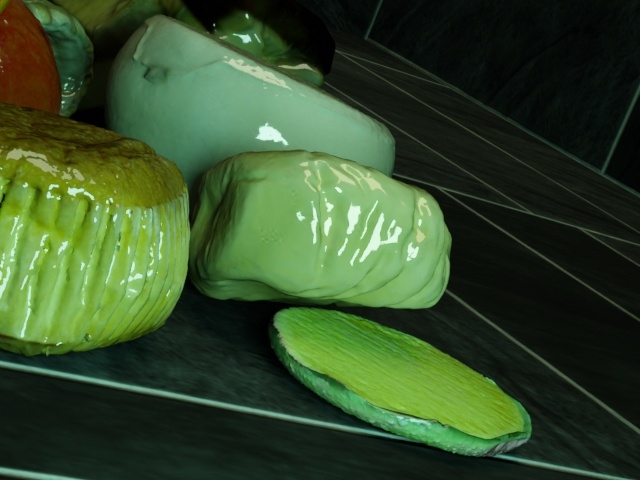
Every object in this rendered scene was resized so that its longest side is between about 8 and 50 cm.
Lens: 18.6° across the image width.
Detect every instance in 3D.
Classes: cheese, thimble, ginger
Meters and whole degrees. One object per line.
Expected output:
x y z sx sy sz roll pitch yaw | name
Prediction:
0.000 0.000 1.619 0.214 0.117 0.226 10 -9 -17 | cheese
-0.329 -0.189 1.932 0.143 0.137 0.190 28 6 28 | thimble
-0.188 -0.198 2.221 0.358 0.211 0.413 14 -5 34 | ginger

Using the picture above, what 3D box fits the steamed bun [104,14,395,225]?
-0.077 -0.081 1.817 0.283 0.177 0.283 26 5 -2 | steamed bun

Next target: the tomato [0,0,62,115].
-0.340 -0.155 1.681 0.309 0.170 0.309 22 10 -4 | tomato

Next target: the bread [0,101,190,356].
-0.205 -0.018 1.388 0.227 0.142 0.253 18 12 13 | bread

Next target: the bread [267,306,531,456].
0.061 0.114 1.553 0.228 0.034 0.228 20 13 -5 | bread

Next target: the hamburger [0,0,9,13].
-0.397 -0.204 1.322 0.395 0.278 0.396 -15 9 2 | hamburger
